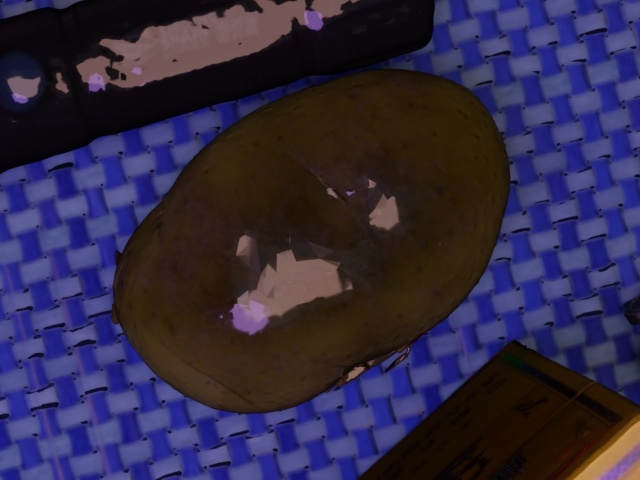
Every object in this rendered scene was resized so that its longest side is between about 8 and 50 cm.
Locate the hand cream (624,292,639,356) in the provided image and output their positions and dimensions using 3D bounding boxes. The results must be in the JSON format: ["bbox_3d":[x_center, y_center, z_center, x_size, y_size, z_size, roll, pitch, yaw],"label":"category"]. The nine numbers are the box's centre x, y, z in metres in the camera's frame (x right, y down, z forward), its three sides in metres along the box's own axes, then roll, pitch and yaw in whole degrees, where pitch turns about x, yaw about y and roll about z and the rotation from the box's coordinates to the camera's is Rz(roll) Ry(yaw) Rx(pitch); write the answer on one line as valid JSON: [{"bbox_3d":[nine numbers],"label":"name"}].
[{"bbox_3d":[0.277,0.133,0.960,0.088,0.055,0.256,-36,99,-1],"label":"hand cream"}]

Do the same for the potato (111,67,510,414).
[{"bbox_3d":[0.000,0.000,0.899,0.248,0.143,0.169,-37,88,-10],"label":"potato"}]

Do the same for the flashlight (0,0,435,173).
[{"bbox_3d":[-0.132,-0.099,0.910,0.424,0.103,0.103,-16,91,-4],"label":"flashlight"}]

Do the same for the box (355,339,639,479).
[{"bbox_3d":[0.087,0.159,0.820,0.193,0.301,0.084,-43,94,-1],"label":"box"}]
